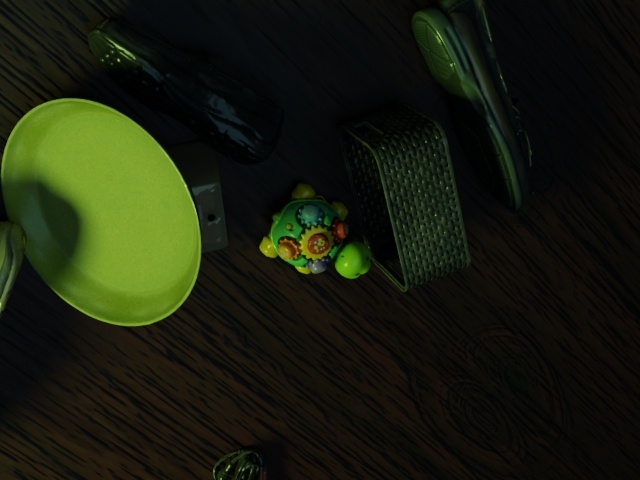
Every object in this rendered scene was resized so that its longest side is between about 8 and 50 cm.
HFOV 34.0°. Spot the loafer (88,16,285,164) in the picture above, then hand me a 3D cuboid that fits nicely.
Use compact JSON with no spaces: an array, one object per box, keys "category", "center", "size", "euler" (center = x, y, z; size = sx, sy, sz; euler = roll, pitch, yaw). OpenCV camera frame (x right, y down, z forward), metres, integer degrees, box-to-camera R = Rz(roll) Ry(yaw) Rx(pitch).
[{"category":"loafer","center":[-0.134,-0.162,1.076],"size":[0.223,0.076,0.078],"euler":[33,66,-23]}]

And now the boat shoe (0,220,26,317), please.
[{"category":"boat shoe","center":[-0.406,0.115,1.059],"size":[0.116,0.123,0.324],"euler":[22,95,-20]}]

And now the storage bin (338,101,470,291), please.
[{"category":"storage bin","center":[0.094,-0.050,1.171],"size":[0.084,0.122,0.180],"euler":[-22,117,-12]}]

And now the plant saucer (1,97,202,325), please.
[{"category":"plant saucer","center":[-0.212,-0.030,1.041],"size":[0.037,0.241,0.241],"euler":[-41,131,-53]}]

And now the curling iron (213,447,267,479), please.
[{"category":"curling iron","center":[-0.094,0.380,1.322],"size":[0.068,0.035,0.274],"euler":[-8,112,-13]}]

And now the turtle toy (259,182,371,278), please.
[{"category":"turtle toy","center":[0.000,0.000,1.187],"size":[0.130,0.066,0.095],"euler":[27,99,-27]}]

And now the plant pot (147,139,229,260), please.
[{"category":"plant pot","center":[-0.148,-0.034,1.101],"size":[0.109,0.096,0.109],"euler":[-12,115,-16]}]

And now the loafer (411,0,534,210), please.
[{"category":"loafer","center":[0.196,-0.158,1.186],"size":[0.084,0.096,0.267],"euler":[-35,117,-11]}]
